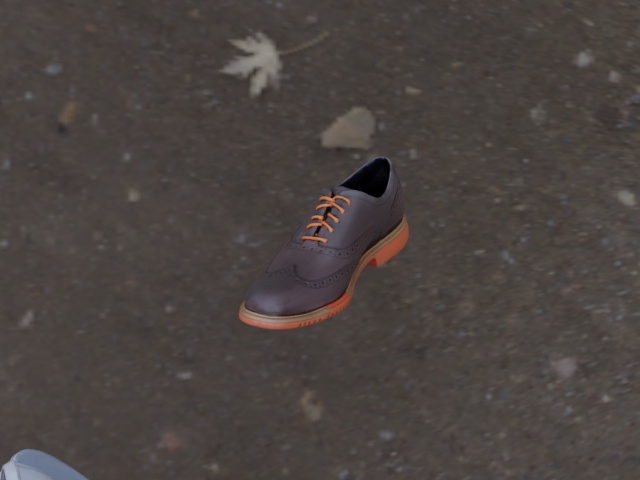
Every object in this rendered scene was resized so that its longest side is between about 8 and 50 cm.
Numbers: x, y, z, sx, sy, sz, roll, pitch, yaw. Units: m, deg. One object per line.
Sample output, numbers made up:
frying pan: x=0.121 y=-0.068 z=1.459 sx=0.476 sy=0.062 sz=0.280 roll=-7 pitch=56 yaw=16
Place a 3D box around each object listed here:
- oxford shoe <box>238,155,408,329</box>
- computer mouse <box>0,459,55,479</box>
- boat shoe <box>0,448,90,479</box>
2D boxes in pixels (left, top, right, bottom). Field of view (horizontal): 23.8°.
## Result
oxford shoe: x=0.000 y=0.000 z=1.505 sx=0.097 sy=0.271 sz=0.098 roll=11 pitch=121 yaw=25
computer mouse: x=-0.182 y=0.199 z=0.964 sx=0.193 sy=0.042 sz=0.106 roll=114 pitch=149 yaw=-57
boat shoe: x=-0.254 y=0.408 z=1.778 sx=0.367 sy=0.136 sz=0.156 roll=37 pitch=110 yaw=-15
